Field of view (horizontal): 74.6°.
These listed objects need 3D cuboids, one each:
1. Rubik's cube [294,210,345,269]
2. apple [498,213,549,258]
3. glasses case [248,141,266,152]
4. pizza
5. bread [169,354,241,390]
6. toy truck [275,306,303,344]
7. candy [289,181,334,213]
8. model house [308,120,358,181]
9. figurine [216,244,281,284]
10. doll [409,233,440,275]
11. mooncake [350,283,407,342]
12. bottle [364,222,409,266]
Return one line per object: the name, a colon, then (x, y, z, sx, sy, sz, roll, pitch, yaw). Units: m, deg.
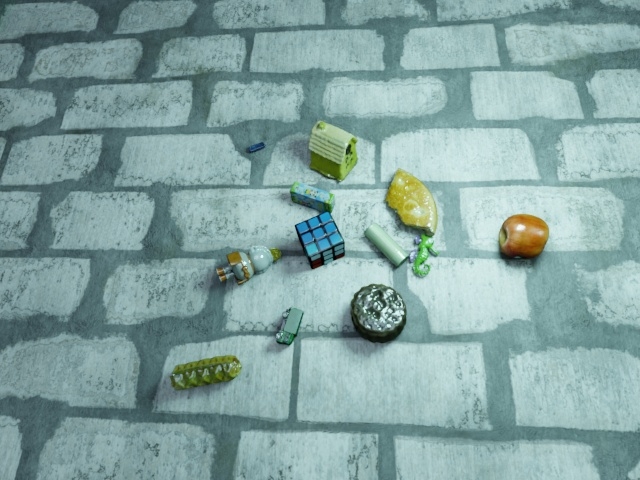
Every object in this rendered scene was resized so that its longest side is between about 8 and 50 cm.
Rubik's cube: (0.000, 0.000, 1.744, 0.162, 0.163, 0.161, -22, 67, -6)
apple: (0.813, -0.016, 1.677, 0.198, 0.199, 0.200, -2, 67, 4)
glasses case: (-0.306, -0.449, 2.033, 0.083, 0.023, 0.034, -22, 62, -6)
pizza: (0.392, -0.164, 1.813, 0.182, 0.074, 0.366, -32, 60, 8)
bread: (-0.436, 0.505, 1.615, 0.269, 0.098, 0.087, -11, 109, 1)
toy truck: (-0.125, 0.342, 1.666, 0.079, 0.065, 0.147, 16, 68, 8)
candy: (-0.035, -0.188, 1.861, 0.194, 0.097, 0.062, 20, 67, 12)
model house: (0.052, -0.409, 1.870, 0.193, 0.234, 0.175, 29, 73, 18)
figurine: (-0.296, 0.098, 1.746, 0.270, 0.143, 0.144, -14, 67, 1)
doll: (0.431, 0.056, 1.743, 0.115, 0.050, 0.191, 16, 71, 19)
mooncake: (0.226, 0.276, 1.631, 0.227, 0.124, 0.229, -2, 66, 5)
bottle: (0.276, 0.018, 1.760, 0.072, 0.072, 0.201, -39, 70, -11)
